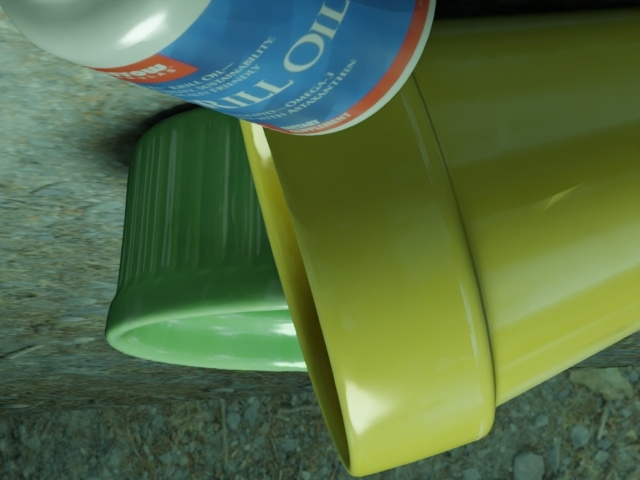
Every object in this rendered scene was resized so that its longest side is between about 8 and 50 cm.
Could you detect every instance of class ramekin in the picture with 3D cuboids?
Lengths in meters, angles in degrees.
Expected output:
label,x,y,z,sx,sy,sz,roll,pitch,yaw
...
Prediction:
label,x,y,z,sx,sy,sz,roll,pitch,yaw
ramekin,0.000,0.000,1.285,0.303,0.148,0.303,-1,168,0

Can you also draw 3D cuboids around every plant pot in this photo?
label,x,y,z,sx,sy,sz,roll,pitch,yaw
plant pot,0.094,-0.022,1.009,0.239,0.254,0.254,-16,170,-6

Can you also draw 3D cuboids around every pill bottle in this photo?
label,x,y,z,sx,sy,sz,roll,pitch,yaw
pill bottle,-0.059,-0.123,0.745,0.124,0.124,0.221,-9,166,36
